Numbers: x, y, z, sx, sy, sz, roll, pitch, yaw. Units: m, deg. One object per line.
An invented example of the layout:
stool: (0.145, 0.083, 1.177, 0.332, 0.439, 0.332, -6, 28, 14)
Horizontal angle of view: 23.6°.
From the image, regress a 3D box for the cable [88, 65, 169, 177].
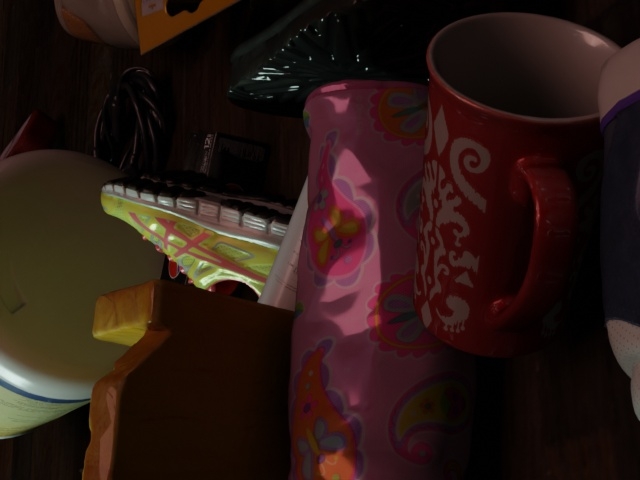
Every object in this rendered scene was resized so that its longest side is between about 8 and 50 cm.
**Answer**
cable: (-0.200, -0.090, 1.550, 0.150, 0.047, 0.184, -132, 56, -62)

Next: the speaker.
speaker: (0.000, 0.000, 1.131, 0.055, 0.055, 0.136, 49, 123, 56)

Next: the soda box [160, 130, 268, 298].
soda box: (-0.094, -0.007, 1.306, 0.060, 0.053, 0.169, 9, 87, 62)

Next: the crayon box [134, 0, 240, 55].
crayon box: (-0.100, -0.344, 1.350, 0.203, 0.083, 0.323, -16, 80, 54)

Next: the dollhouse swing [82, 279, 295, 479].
dollhouse swing: (-0.139, 0.225, 1.078, 0.305, 0.315, 0.346, -4, 76, 40)

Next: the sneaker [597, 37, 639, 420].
sneaker: (0.246, -0.002, 0.631, 0.323, 0.130, 0.236, -23, 68, 53)

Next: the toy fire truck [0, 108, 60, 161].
toy fire truck: (-0.416, 0.007, 1.809, 0.302, 0.169, 0.254, -44, 19, 46)

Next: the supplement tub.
supplement tub: (-0.291, 0.064, 1.452, 0.316, 0.228, 0.228, -28, 56, 55)

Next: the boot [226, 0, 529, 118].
boot: (0.030, -0.241, 1.089, 0.348, 0.131, 0.260, -8, 72, 61)

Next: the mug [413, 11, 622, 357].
mug: (0.098, -0.017, 0.841, 0.150, 0.113, 0.169, -53, -24, -48)

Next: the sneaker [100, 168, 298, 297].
sneaker: (-0.097, 0.001, 1.225, 0.208, 0.081, 0.094, 18, 111, 33)

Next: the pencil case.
pencil case: (0.042, 0.037, 0.984, 0.124, 0.124, 0.284, -29, 54, 54)

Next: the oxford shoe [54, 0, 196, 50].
oxford shoe: (-0.214, -0.393, 1.523, 0.130, 0.169, 0.449, -12, 73, 27)

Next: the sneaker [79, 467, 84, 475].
sneaker: (-0.179, 0.280, 1.332, 0.078, 0.106, 0.234, 88, -161, -62)
